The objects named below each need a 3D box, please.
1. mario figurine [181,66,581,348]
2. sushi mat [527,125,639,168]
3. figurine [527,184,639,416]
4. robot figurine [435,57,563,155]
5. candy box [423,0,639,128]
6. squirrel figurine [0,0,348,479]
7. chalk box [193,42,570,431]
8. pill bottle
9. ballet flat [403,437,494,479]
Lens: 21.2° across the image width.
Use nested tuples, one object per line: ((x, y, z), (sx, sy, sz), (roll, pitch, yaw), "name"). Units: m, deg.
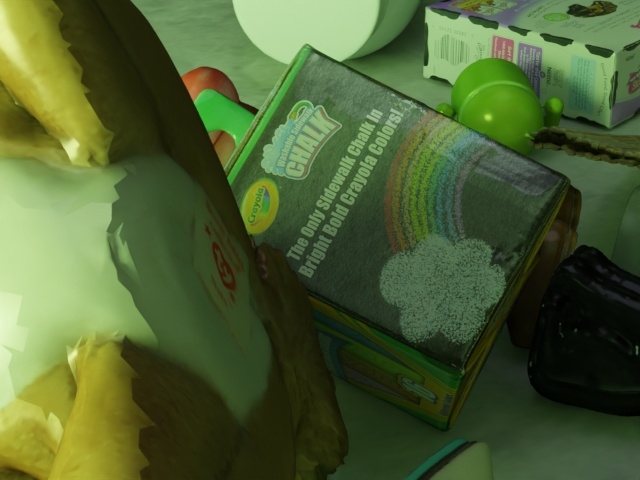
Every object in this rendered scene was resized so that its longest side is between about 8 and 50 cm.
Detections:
((0.000, 0.000, 1.125), (0.320, 0.170, 0.198), (15, -9, 6), "mario figurine")
((0.265, -0.058, 1.196), (0.151, 0.019, 0.316), (14, 8, 24), "sushi mat")
((0.260, 0.054, 1.022), (0.209, 0.092, 0.215), (21, 31, 22), "figurine")
((0.140, -0.103, 1.353), (0.101, 0.067, 0.115), (-2, 26, -3), "robot figurine")
((0.216, -0.173, 1.499), (0.196, 0.070, 0.165), (20, 31, 36), "candy box")
((-0.199, 0.084, 0.784), (0.370, 0.281, 0.397), (-20, -17, 12), "squirrel figurine")
((0.011, -0.009, 0.962), (0.213, 0.132, 0.132), (28, 72, 10), "chalk box")
((0.021, -0.270, 1.577), (0.176, 0.176, 0.318), (5, 25, 11), "pill bottle")
((0.018, 0.174, 0.777), (0.086, 0.086, 0.248), (21, 34, 37), "ballet flat")
